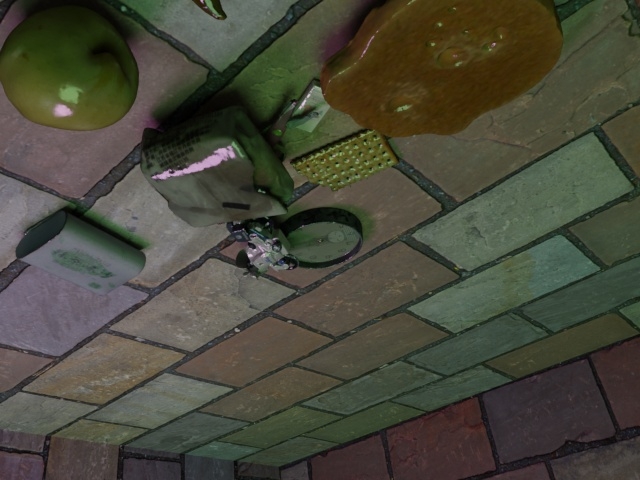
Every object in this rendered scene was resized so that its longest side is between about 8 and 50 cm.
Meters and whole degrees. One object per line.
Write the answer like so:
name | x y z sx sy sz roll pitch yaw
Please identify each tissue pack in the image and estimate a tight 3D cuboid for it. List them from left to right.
tissue pack | -0.016 -0.250 1.097 0.056 0.023 0.108 15 140 -28

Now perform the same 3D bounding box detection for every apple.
apple | -0.374 -0.254 0.877 0.200 0.200 0.200 -6 146 -4

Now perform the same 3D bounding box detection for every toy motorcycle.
toy motorcycle | -0.150 0.009 1.370 0.150 0.102 0.221 -8 138 21

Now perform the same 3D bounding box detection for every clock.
clock | 0.000 0.000 1.452 0.215 0.041 0.215 -6 146 -4

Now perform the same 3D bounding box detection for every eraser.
eraser | -0.545 0.033 1.348 0.174 0.081 0.227 -25 142 22

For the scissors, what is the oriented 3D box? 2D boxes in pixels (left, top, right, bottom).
scissors | -0.085 -0.210 1.119 0.134 0.020 0.187 27 143 -33

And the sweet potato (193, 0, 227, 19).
sweet potato | -0.229 -0.396 0.812 0.250 0.059 0.069 22 148 -31

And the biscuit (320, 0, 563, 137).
biscuit | 0.212 -0.305 1.001 0.385 0.062 0.365 9 148 -40

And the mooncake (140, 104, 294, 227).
mooncake | -0.199 -0.138 1.114 0.255 0.136 0.250 -9 148 16

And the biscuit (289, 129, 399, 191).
biscuit | 0.056 -0.164 1.246 0.203 0.016 0.144 -22 143 18
